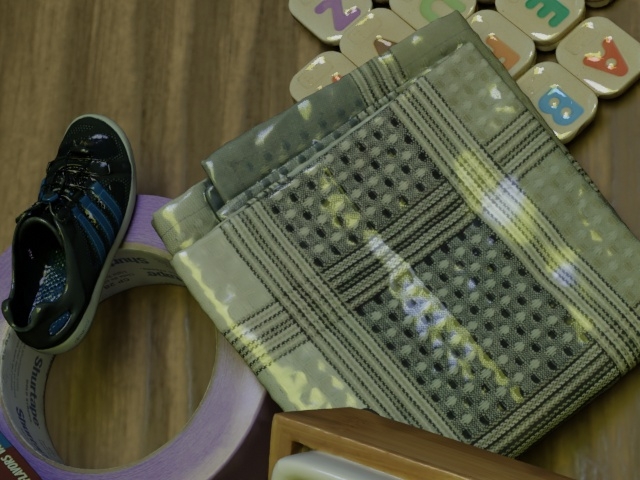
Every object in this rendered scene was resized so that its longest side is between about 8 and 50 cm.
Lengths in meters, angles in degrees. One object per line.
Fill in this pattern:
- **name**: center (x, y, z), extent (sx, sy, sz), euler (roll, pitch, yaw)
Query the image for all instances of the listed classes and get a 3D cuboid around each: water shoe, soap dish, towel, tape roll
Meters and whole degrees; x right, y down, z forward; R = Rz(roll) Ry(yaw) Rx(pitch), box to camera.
- **water shoe**: center (-0.195, -0.014, 1.422), extent (0.073, 0.080, 0.203), euler (1, 69, 17)
- **soap dish**: center (0.072, 0.262, 1.236), extent (0.229, 0.118, 0.291), euler (16, 119, 23)
- **towel**: center (0.075, 0.015, 1.377), extent (0.312, 0.056, 0.324), euler (-35, 75, -12)
- **tape roll**: center (-0.155, 0.105, 1.456), extent (0.274, 0.090, 0.275), euler (-7, 66, 15)

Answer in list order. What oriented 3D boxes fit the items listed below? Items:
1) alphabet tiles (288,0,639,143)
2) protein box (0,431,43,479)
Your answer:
- **alphabet tiles**: center (0.116, -0.175, 1.507), extent (0.284, 0.021, 0.278), euler (-41, 62, -9)
- **protein box**: center (-0.321, 0.244, 1.344), extent (0.199, 0.201, 0.136), euler (-26, 53, -32)
